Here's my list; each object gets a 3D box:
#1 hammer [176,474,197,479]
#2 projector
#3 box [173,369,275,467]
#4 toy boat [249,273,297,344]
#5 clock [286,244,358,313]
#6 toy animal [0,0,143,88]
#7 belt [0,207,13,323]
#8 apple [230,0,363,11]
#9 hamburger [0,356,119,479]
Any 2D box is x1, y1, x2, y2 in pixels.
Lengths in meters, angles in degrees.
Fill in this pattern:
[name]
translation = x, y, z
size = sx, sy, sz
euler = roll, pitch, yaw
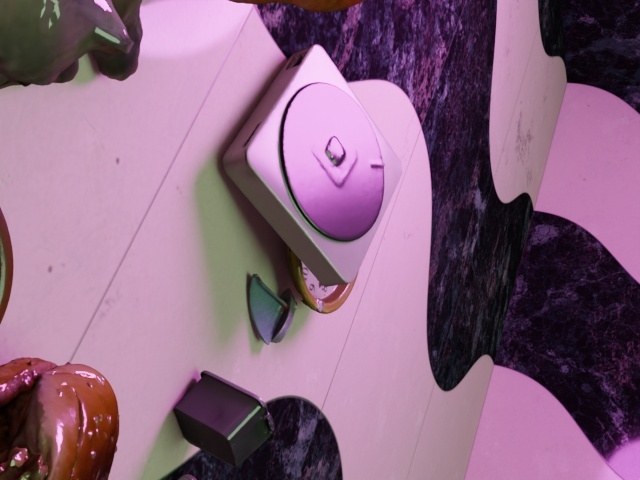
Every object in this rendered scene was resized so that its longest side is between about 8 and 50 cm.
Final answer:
[hammer]
translation = -0.183, 0.349, 1.010
size = 0.052, 0.031, 0.083
euler = -37, 141, -53
[projector]
translation = -0.003, -0.106, 1.112
size = 0.259, 0.079, 0.257
euler = 51, 48, -29
[box]
translation = -0.126, 0.231, 0.989
size = 0.069, 0.122, 0.084
euler = -43, 135, -36
[toy boat]
translation = -0.083, 0.096, 1.141
size = 0.122, 0.034, 0.096
euler = 46, 56, -49
[clock]
translation = 0.000, 0.000, 1.241
size = 0.237, 0.057, 0.237
euler = -16, 108, -60
[toy animal]
translation = -0.203, -0.197, 0.622
size = 0.308, 0.188, 0.266
euler = 42, 52, -57
[belt]
translation = -0.337, -0.014, 0.454
size = 0.339, 0.122, 0.217
euler = 51, 54, -58
[apple]
translation = -0.026, -0.361, 0.827
size = 0.309, 0.277, 0.250
euler = -39, 150, -35
[hamburger]
translation = -0.251, 0.211, 0.629
size = 0.286, 0.146, 0.243
euler = 104, 3, -52
